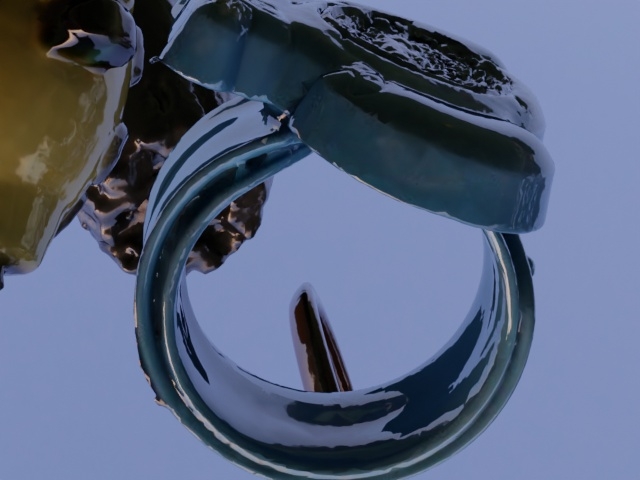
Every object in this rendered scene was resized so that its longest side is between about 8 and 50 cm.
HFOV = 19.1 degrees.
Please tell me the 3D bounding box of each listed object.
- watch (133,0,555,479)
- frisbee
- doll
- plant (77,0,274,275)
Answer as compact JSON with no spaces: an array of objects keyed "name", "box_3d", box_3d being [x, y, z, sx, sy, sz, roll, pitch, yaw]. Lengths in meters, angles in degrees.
[{"name":"watch","box_3d":[0.000,0.000,0.822,0.211,0.193,0.211,19,-163,-6]},{"name":"frisbee","box_3d":[0.026,0.143,1.039,0.021,0.251,0.251,-19,-126,2]},{"name":"doll","box_3d":[-0.071,-0.123,0.514,0.117,0.086,0.291,-3,-112,41]},{"name":"plant","box_3d":[-0.106,-0.080,1.133,0.142,0.164,0.256,-42,-149,15]}]
